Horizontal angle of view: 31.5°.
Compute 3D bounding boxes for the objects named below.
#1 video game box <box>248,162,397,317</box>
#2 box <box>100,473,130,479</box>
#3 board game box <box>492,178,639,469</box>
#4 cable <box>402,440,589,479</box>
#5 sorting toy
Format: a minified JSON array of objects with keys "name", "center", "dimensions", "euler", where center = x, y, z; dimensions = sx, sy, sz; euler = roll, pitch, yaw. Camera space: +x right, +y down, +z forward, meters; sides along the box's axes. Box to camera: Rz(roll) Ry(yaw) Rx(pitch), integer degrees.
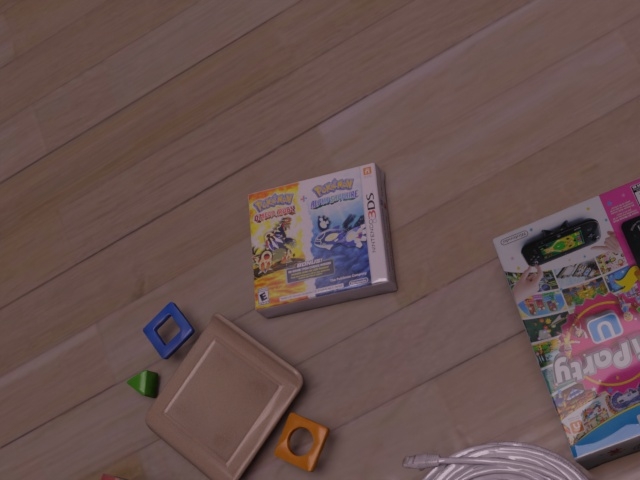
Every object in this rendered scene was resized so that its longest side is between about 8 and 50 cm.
[{"name":"video game box","center":[0.000,0.000,1.630],"dimensions":[0.205,0.048,0.187],"euler":[-14,63,18]},{"name":"box","center":[-0.228,0.406,1.545],"dimensions":[0.170,0.091,0.130],"euler":[10,75,26]},{"name":"board game box","center":[0.372,0.100,1.405],"dimensions":[0.224,0.097,0.303],"euler":[-23,64,14]},{"name":"cable","center":[0.225,0.372,1.368],"dimensions":[0.257,0.089,0.257],"euler":[-13,67,17]},{"name":"sorting toy","center":[-0.131,0.228,1.600],"dimensions":[0.347,0.047,0.196],"euler":[33,90,30]}]
